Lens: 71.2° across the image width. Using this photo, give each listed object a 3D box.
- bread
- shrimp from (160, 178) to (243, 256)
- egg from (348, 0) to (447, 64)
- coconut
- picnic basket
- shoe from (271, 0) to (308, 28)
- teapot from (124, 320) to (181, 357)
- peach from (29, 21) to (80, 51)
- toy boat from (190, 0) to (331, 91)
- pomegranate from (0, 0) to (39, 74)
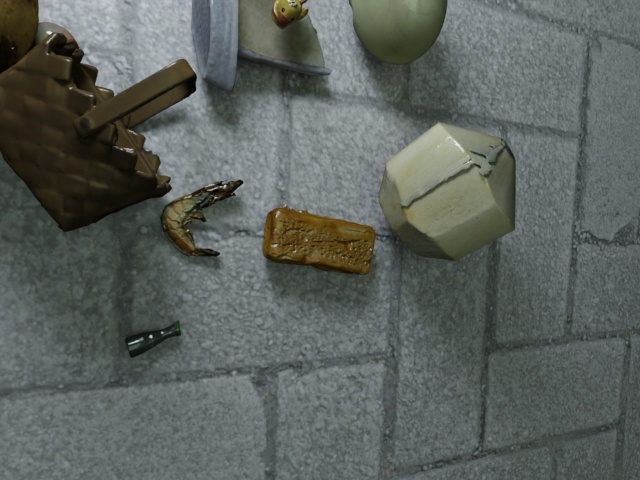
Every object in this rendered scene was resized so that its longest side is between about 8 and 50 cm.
[{"bbox_3d":[0.000,0.000,1.041,0.271,0.077,0.139,9,87,-25],"label":"bread"},{"bbox_3d":[-0.232,-0.042,0.956,0.195,0.035,0.147,-28,102,-12],"label":"shrimp"},{"bbox_3d":[0.171,-0.536,0.999,0.219,0.219,0.269,-18,96,-22],"label":"egg"},{"bbox_3d":[0.306,-0.115,1.031,0.323,0.323,0.322,-2,95,-24],"label":"coconut"},{"bbox_3d":[-0.356,-0.200,0.771,0.321,0.254,0.291,-34,107,-7],"label":"picnic basket"},{"bbox_3d":[-0.060,-0.484,0.909,0.072,0.069,0.109,56,42,-15],"label":"shoe"},{"bbox_3d":[-0.343,0.202,0.926,0.111,0.043,0.042,-20,102,-24],"label":"teapot"},{"bbox_3d":[-0.480,-0.347,0.803,0.083,0.083,0.083,-2,95,-24],"label":"peach"},{"bbox_3d":[-0.144,-0.462,0.940,0.294,0.111,0.275,-22,102,-34],"label":"toy boat"},{"bbox_3d":[-0.596,-0.370,0.646,0.322,0.322,0.322,-2,95,-24],"label":"pomegranate"}]
